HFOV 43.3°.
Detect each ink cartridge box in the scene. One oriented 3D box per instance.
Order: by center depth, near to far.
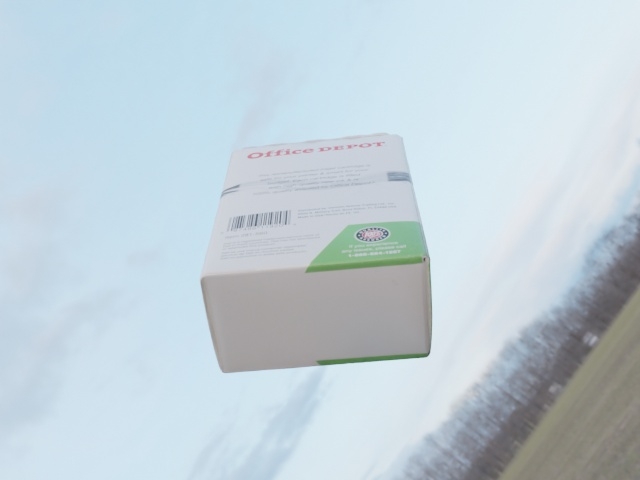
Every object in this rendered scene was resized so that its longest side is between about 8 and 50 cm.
[{"bbox_3d":[0.000,0.000,0.658,0.219,0.160,0.092,-88,-8,-61],"label":"ink cartridge box"}]
